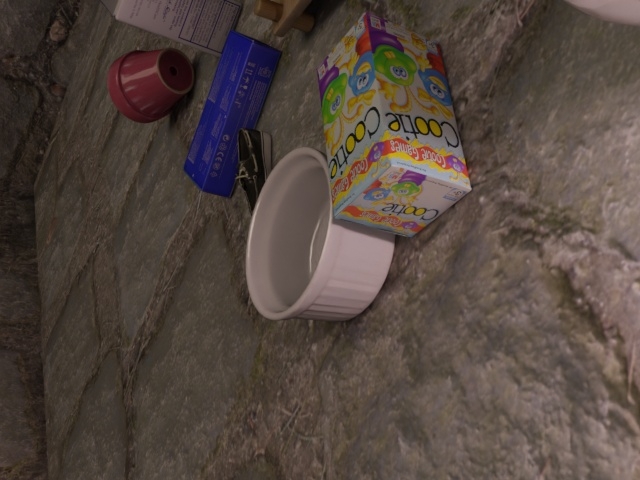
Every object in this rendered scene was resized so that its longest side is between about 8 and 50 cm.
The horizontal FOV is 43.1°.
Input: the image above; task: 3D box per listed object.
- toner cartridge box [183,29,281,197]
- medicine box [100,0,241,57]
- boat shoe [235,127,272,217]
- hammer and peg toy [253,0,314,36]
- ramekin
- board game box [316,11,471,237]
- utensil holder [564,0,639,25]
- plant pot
[{"bbox_3d":[-0.204,-0.287,1.830,0.165,0.075,0.347,45,117,58],"label":"toner cartridge box"},{"bbox_3d":[-0.384,-0.604,2.052,0.149,0.289,0.263,-65,31,15],"label":"medicine box"},{"bbox_3d":[-0.142,-0.135,1.664,0.078,0.070,0.219,-43,44,45],"label":"boat shoe"},{"bbox_3d":[-0.032,-0.618,1.598,0.266,0.127,0.361,-37,48,52],"label":"hammer and peg toy"},{"bbox_3d":[0.000,0.000,1.296,0.277,0.135,0.277,-33,51,52],"label":"ramekin"},{"bbox_3d":[0.100,-0.167,1.181,0.142,0.144,0.275,-42,45,45],"label":"board game box"},{"bbox_3d":[0.321,-0.441,0.726,0.327,0.328,0.385,-32,53,52],"label":"utensil holder"},{"bbox_3d":[-0.450,-0.439,2.222,0.180,0.201,0.201,-12,67,41],"label":"plant pot"}]
